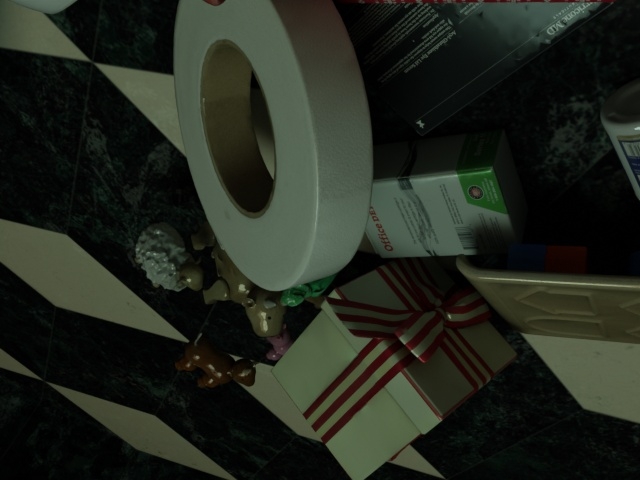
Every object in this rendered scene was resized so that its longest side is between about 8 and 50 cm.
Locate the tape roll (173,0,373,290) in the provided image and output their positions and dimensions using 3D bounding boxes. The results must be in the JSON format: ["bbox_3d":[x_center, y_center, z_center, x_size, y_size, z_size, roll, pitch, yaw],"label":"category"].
[{"bbox_3d":[-0.072,-0.132,0.847,0.392,0.072,0.392,40,138,48],"label":"tape roll"}]

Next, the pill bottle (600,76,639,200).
[{"bbox_3d":[0.387,-0.094,0.808,0.094,0.094,0.169,-12,129,38],"label":"pill bottle"}]

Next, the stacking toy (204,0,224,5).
[{"bbox_3d":[-0.107,-0.378,0.589,0.130,0.279,0.309,14,141,-3],"label":"stacking toy"}]

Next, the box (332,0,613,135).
[{"bbox_3d":[0.143,-0.255,0.752,0.184,0.103,0.261,42,139,-14],"label":"box"}]

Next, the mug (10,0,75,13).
[{"bbox_3d":[-0.348,-0.415,0.741,0.328,0.276,0.374,48,167,-31],"label":"mug"}]

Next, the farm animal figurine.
[{"bbox_3d":[-0.094,0.074,1.175,0.172,0.330,0.326,-26,91,49],"label":"farm animal figurine"}]

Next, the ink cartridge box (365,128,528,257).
[{"bbox_3d":[0.158,-0.058,0.981,0.208,0.087,0.153,-3,134,30],"label":"ink cartridge box"}]

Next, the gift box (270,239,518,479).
[{"bbox_3d":[0.095,0.161,1.073,0.276,0.255,0.258,48,130,12],"label":"gift box"}]

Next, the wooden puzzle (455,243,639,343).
[{"bbox_3d":[0.383,0.075,0.950,0.348,0.080,0.322,7,164,28],"label":"wooden puzzle"}]

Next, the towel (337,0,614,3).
[{"bbox_3d":[0.102,-0.250,0.597,0.275,0.031,0.199,8,175,22],"label":"towel"}]

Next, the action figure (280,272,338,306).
[{"bbox_3d":[0.000,0.000,1.018,0.063,0.232,0.137,-14,127,39],"label":"action figure"}]
